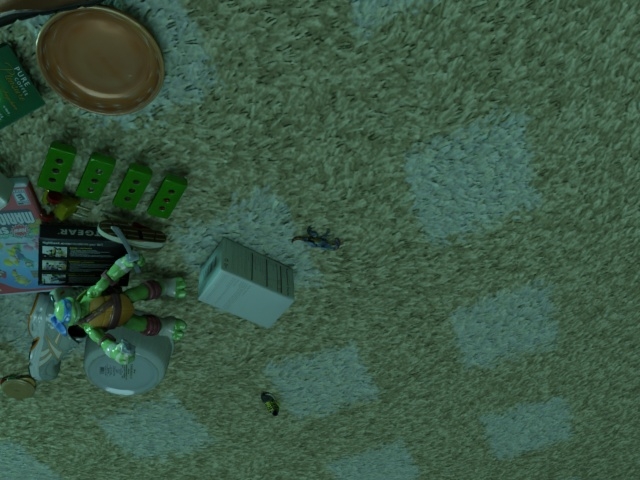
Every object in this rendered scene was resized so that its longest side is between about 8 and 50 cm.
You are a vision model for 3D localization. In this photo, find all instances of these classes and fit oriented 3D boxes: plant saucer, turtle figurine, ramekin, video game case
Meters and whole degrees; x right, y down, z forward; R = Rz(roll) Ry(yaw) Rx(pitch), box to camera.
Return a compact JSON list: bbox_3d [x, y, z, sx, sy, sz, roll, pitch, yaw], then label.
[{"bbox_3d":[-0.356,-0.296,1.023,0.200,0.037,0.200,-4,137,-4],"label":"plant saucer"},{"bbox_3d":[-0.358,0.134,1.237,0.274,0.198,0.266,-38,158,25],"label":"turtle figurine"},{"bbox_3d":[-0.451,0.271,1.463,0.207,0.109,0.207,-3,131,-3],"label":"ramekin"},{"bbox_3d":[-0.647,0.001,1.267,0.204,0.025,0.285,-5,131,-2],"label":"video game case"}]

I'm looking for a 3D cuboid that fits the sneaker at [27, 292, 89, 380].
[{"bbox_3d":[-0.591,0.234,1.423,0.121,0.099,0.262,9,130,-12],"label":"sneaker"}]

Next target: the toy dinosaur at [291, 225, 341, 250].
[{"bbox_3d":[0.000,0.000,1.335,0.090,0.047,0.082,-5,151,44],"label":"toy dinosaur"}]

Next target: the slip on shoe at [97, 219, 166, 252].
[{"bbox_3d":[-0.373,-0.005,1.232,0.135,0.051,0.041,10,135,-35],"label":"slip on shoe"}]

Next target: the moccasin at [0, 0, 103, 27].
[{"bbox_3d":[-0.494,-0.373,0.886,0.380,0.139,0.147,-12,129,5],"label":"moccasin"}]

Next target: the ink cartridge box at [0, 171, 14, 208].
[{"bbox_3d":[-0.633,-0.103,1.087,0.109,0.063,0.150,-29,127,13],"label":"ink cartridge box"}]

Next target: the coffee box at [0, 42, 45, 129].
[{"bbox_3d":[-0.556,-0.225,1.005,0.184,0.040,0.113,-39,129,-20],"label":"coffee box"}]

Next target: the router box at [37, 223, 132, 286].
[{"bbox_3d":[-0.479,0.034,1.279,0.178,0.046,0.133,3,131,-23],"label":"router box"}]

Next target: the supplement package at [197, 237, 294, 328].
[{"bbox_3d":[-0.158,0.093,1.341,0.179,0.105,0.105,27,122,-25],"label":"supplement package"}]

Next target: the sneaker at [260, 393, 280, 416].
[{"bbox_3d":[-0.133,0.445,1.692,0.031,0.035,0.083,-26,128,15],"label":"sneaker"}]

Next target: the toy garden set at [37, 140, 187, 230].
[{"bbox_3d":[-0.407,-0.092,1.193,0.244,0.049,0.204,15,138,-28],"label":"toy garden set"}]

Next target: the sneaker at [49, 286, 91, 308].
[{"bbox_3d":[-0.497,0.113,1.323,0.075,0.057,0.161,-29,164,12],"label":"sneaker"}]

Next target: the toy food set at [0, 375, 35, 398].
[{"bbox_3d":[-0.762,0.370,1.576,0.082,0.020,0.083,8,130,-12],"label":"toy food set"}]
